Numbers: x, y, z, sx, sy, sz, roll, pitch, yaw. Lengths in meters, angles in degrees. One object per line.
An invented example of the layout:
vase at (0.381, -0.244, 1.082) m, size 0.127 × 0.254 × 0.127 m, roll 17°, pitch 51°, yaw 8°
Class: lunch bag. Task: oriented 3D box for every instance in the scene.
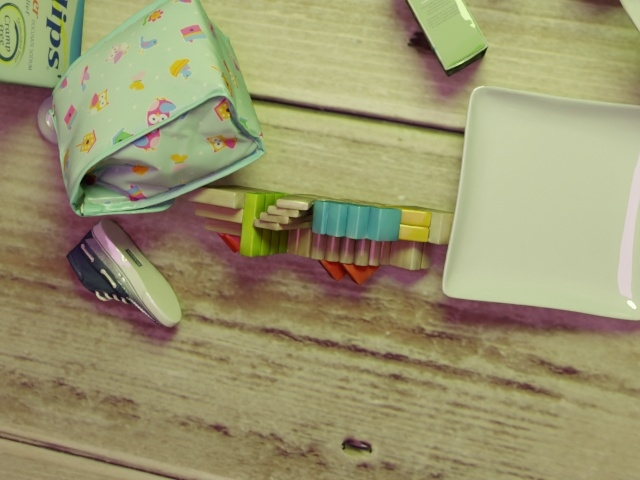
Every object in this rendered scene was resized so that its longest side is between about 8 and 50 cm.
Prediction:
lunch bag at (-0.229, -0.165, 1.103) m, size 0.262 × 0.160 × 0.223 m, roll -28°, pitch 56°, yaw 9°

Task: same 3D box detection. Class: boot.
boot at (-0.286, 0.066, 1.230) m, size 0.086 × 0.069 × 0.190 m, roll -41°, pitch 81°, yaw 19°

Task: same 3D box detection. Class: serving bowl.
serving bowl at (-0.379, -0.177, 1.230) m, size 0.083 × 0.027 × 0.083 m, roll 1°, pitch 98°, yaw 9°

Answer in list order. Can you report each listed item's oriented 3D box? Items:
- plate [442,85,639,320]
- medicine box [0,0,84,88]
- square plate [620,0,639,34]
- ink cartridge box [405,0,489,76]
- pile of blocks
plate at (0.310, -0.048, 1.101) m, size 0.277 × 0.045 × 0.278 m, roll 7°, pitch 98°, yaw 0°
medicine box at (-0.434, -0.338, 1.087) m, size 0.149 × 0.289 × 0.264 m, roll 8°, pitch 98°, yaw 11°
square plate at (0.546, -0.285, 0.973) m, size 0.347 × 0.049 × 0.344 m, roll -38°, pitch 125°, yaw 12°
ink cartridge box at (0.139, -0.319, 1.082) m, size 0.062 × 0.109 × 0.209 m, roll -29°, pitch 91°, yaw 11°
pile of blocks at (0.000, 0.000, 1.124) m, size 0.362 × 0.149 × 0.113 m, roll 7°, pitch 98°, yaw 9°
